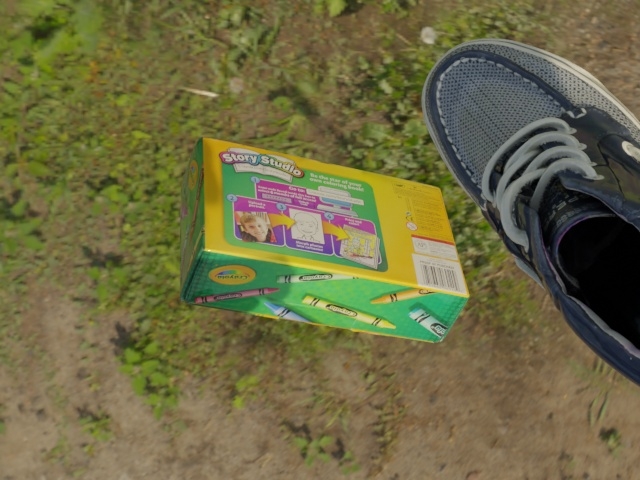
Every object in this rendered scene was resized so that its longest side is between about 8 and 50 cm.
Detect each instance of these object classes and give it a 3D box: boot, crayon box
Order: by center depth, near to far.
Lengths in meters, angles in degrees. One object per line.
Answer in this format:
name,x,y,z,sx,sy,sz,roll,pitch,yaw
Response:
boot,0.088,-0.019,0.349,0.069,0.086,0.190,-52,57,16
crayon box,0.000,0.000,1.020,0.278,0.165,0.081,11,132,-17
